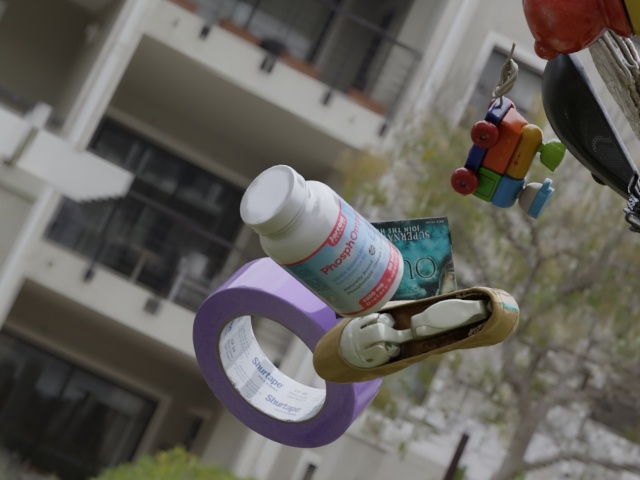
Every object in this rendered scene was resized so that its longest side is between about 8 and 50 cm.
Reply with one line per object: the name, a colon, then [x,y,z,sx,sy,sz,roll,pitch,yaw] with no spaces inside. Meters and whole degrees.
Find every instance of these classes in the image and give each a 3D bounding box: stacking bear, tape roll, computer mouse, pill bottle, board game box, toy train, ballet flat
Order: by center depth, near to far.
pill bottle: [0.000,0.000,1.429,0.087,0.087,0.160,12,-22,49]
ballet flat: [0.089,0.090,1.583,0.232,0.080,0.073,-18,-19,16]
stacking bear: [0.376,-0.306,1.784,0.289,0.175,0.164,-20,4,11]
computer mouse: [0.346,-0.120,1.933,0.272,0.072,0.188,63,12,1]
board game box: [0.098,0.036,2.065,0.186,0.126,0.026,-5,-5,-29]
tape roll: [-0.048,0.163,2.197,0.275,0.090,0.274,20,-50,25]
toy train: [0.297,-0.152,2.206,0.143,0.105,0.248,27,-53,8]

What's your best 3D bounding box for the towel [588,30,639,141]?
towel: [0.434,-0.246,2.195,0.187,0.049,0.282,65,9,25]
